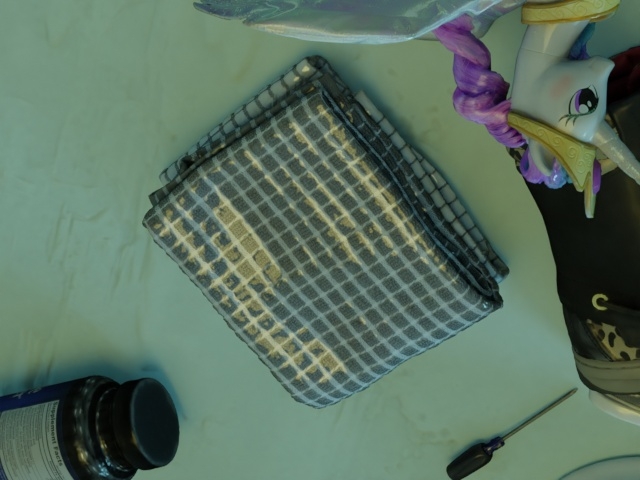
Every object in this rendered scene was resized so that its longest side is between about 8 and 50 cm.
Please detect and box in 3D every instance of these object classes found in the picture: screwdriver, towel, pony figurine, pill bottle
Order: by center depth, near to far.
[{"bbox_3d":[0.117,-0.225,1.275,0.351,0.303,0.363,15,103,16],"label":"pony figurine"},{"bbox_3d":[0.000,0.000,1.523,0.235,0.121,0.283,-33,106,30],"label":"towel"},{"bbox_3d":[0.193,0.192,1.641,0.170,0.024,0.025,-35,134,24],"label":"screwdriver"},{"bbox_3d":[-0.264,0.209,1.730,0.219,0.123,0.122,-14,115,24],"label":"pill bottle"}]

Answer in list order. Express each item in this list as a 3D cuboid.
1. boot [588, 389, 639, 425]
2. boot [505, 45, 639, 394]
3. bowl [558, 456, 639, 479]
[{"bbox_3d":[0.349,0.129,1.529,0.190,0.069,0.086,10,116,2],"label":"boot"},{"bbox_3d":[0.348,-0.030,1.391,0.377,0.138,0.284,-14,115,30],"label":"boot"},{"bbox_3d":[0.329,0.371,1.634,0.298,0.134,0.297,8,122,12],"label":"bowl"}]
